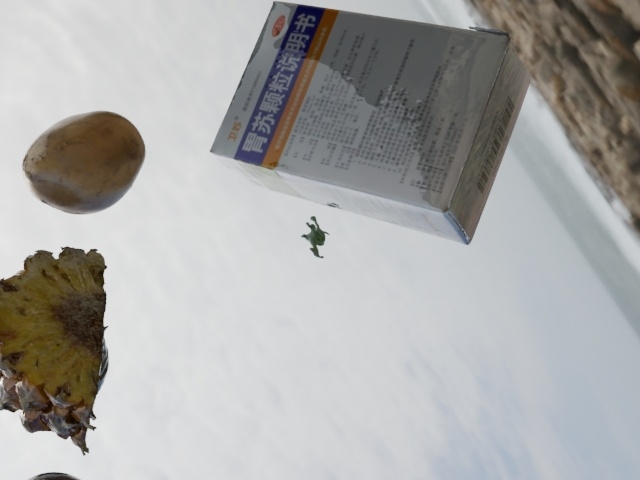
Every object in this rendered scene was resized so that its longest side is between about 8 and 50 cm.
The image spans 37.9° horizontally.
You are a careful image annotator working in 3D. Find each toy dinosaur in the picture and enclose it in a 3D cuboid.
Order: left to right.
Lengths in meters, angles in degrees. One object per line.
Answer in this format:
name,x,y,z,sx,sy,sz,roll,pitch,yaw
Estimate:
toy dinosaur,0.000,0.000,1.250,0.083,0.021,0.062,25,-141,-51

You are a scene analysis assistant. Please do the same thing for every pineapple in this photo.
pineapple,-0.285,0.097,0.926,0.135,0.079,0.233,10,-139,-22

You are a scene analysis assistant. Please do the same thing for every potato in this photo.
potato,-0.260,-0.086,1.032,0.147,0.112,0.112,-37,-86,-34

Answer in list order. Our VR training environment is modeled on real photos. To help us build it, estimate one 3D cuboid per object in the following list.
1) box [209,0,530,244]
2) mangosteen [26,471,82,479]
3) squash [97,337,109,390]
box,0.053,-0.135,1.027,0.300,0.200,0.106,16,169,30
mangosteen,-0.338,0.353,1.167,0.140,0.140,0.140,52,-167,-17
squash,-0.487,0.185,1.647,0.165,0.252,0.252,-34,-90,-36
